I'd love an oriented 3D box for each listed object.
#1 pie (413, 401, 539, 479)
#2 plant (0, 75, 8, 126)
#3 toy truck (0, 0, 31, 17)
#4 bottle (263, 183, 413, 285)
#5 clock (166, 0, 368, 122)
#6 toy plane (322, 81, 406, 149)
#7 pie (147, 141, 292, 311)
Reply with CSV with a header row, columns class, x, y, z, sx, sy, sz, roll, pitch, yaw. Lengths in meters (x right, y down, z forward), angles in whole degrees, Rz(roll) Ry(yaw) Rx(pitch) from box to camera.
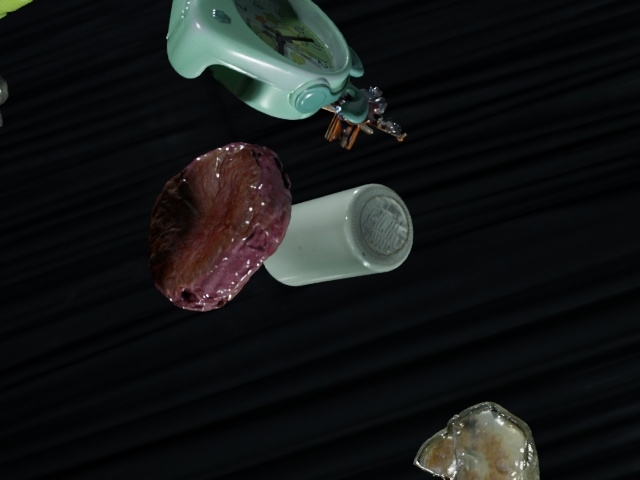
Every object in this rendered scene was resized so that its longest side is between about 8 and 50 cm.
class,x,y,z,sx,sy,sz,roll,pitch,yaw
pie,0.309,0.482,1.862,0.075,0.337,0.337,25,-149,-36
plant,-0.559,-0.207,1.353,0.188,0.199,0.276,30,-158,-48
toy truck,-0.328,-0.152,0.671,0.210,0.187,0.148,-30,-85,-51
bottle,0.000,0.000,1.168,0.245,0.104,0.104,-13,96,53
clock,-0.040,-0.167,0.828,0.188,0.060,0.148,25,-143,-22
toy plane,0.052,-0.163,1.140,0.062,0.135,0.188,-65,-9,30
pie,-0.086,-0.015,0.770,0.038,0.153,0.154,23,-143,-42
